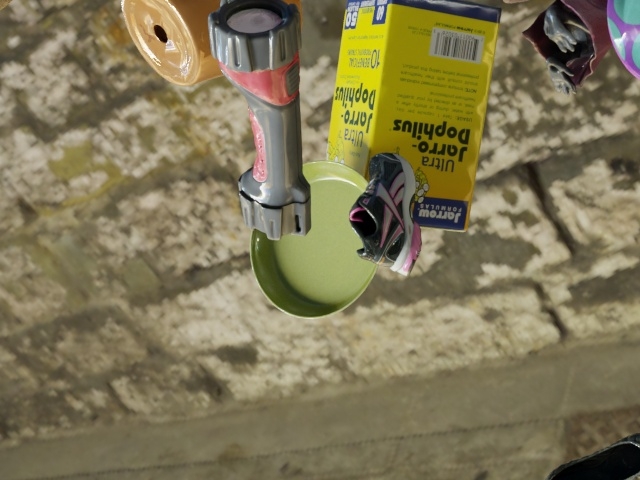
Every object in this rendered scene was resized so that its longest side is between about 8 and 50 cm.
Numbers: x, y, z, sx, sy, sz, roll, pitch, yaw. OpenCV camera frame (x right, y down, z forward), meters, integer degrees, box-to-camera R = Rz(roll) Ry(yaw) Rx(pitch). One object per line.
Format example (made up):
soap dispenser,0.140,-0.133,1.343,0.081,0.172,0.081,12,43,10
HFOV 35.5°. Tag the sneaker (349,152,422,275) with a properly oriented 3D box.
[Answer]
sneaker,0.071,-0.042,1.211,0.178,0.077,0.072,-98,26,-44

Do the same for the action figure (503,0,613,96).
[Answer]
action figure,0.500,-0.436,1.714,0.370,0.276,0.248,-48,7,-11

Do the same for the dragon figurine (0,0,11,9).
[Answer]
dragon figurine,-0.482,-0.365,1.314,0.144,0.289,0.085,10,5,-2

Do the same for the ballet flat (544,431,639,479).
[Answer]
ballet flat,0.372,0.295,1.293,0.173,0.049,0.057,-27,68,10

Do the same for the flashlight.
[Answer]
flashlight,-0.069,-0.138,1.178,0.103,0.304,0.103,-9,46,-9

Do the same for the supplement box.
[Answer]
supplement box,0.139,-0.209,1.616,0.194,0.195,0.356,-155,71,-68

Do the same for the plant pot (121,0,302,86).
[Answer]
plant pot,-0.202,-0.400,1.729,0.203,0.291,0.291,-40,24,-29

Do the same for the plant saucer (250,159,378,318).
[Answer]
plant saucer,0.000,0.000,1.510,0.241,0.037,0.241,-7,77,33

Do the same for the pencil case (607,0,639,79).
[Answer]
pencil case,0.228,-0.134,0.516,0.152,0.070,0.064,-20,33,44
